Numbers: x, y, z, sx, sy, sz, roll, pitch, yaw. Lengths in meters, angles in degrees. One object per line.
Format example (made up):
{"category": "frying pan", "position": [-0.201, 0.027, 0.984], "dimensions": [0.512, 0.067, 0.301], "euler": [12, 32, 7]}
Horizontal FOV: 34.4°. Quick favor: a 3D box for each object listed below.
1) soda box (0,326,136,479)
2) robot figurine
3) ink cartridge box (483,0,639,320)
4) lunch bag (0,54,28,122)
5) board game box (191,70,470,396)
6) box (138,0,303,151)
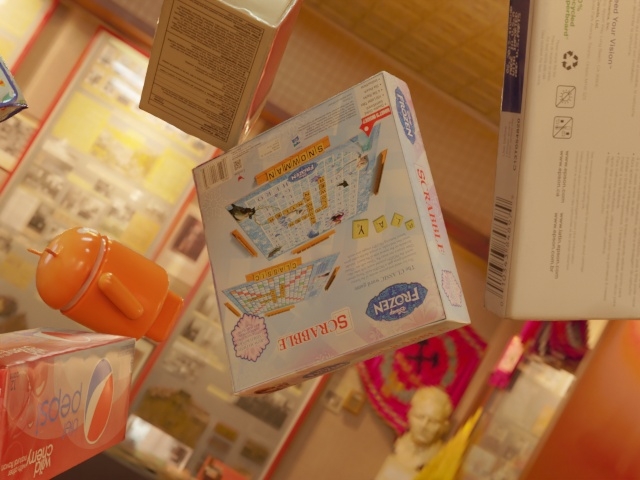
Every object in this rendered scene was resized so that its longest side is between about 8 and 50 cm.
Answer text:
{"category": "soda box", "position": [-0.212, 0.116, 0.741], "dimensions": [0.083, 0.092, 0.263], "euler": [6, 0, 7]}
{"category": "robot figurine", "position": [-0.299, 0.062, 1.440], "dimensions": [0.219, 0.128, 0.158], "euler": [32, 28, -27]}
{"category": "ink cartridge box", "position": [0.222, -0.059, 0.669], "dimensions": [0.223, 0.224, 0.045], "euler": [2, 9, -15]}
{"category": "lunch bag", "position": [-0.487, -0.228, 1.446], "dimensions": [0.129, 0.096, 0.151], "euler": [61, 5, -2]}
{"category": "board game box", "position": [0.000, 0.000, 1.290], "dimensions": [0.318, 0.318, 0.066], "euler": [-23, -20, 30]}
{"category": "box", "position": [-0.129, -0.255, 1.353], "dimensions": [0.148, 0.127, 0.232], "euler": [27, -42, 0]}
